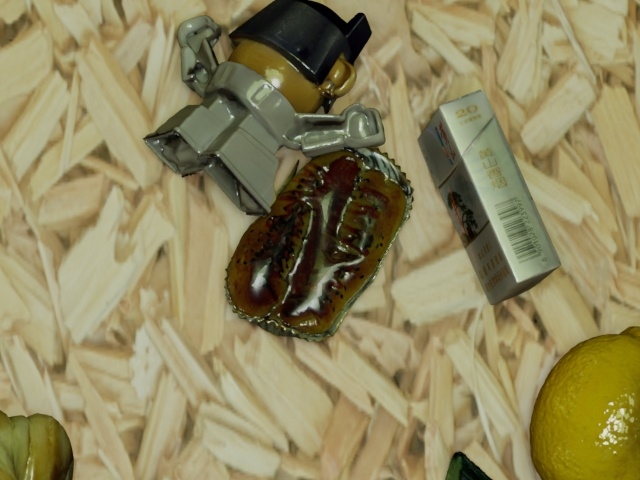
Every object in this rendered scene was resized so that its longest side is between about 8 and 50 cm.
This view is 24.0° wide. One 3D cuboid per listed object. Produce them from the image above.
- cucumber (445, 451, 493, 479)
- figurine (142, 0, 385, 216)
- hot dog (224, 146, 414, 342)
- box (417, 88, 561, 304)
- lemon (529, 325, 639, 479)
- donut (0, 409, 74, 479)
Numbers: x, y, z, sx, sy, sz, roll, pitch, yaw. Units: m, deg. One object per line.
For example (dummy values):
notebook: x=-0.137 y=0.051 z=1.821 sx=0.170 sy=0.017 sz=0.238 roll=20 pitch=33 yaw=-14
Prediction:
cucumber: x=0.202 y=0.351 z=1.760 sx=0.193 sy=0.086 sz=0.115 roll=44 pitch=75 yaw=-2
figurine: x=-0.059 y=-0.182 z=1.817 sx=0.308 sy=0.143 sz=0.308 roll=1 pitch=76 yaw=-5
hot dog: x=0.000 y=0.000 z=1.816 sx=0.162 sy=0.082 sz=0.270 roll=34 pitch=75 yaw=1
box: x=0.200 y=-0.050 z=1.812 sx=0.067 sy=0.149 sz=0.233 roll=-21 pitch=80 yaw=-13
lemon: x=0.339 y=0.217 z=1.748 sx=0.188 sy=0.188 sz=0.257 roll=19 pitch=74 yaw=-1
donut: x=-0.365 y=0.350 z=1.576 sx=0.170 sy=0.360 sz=0.360 roll=15 pitch=76 yaw=7
